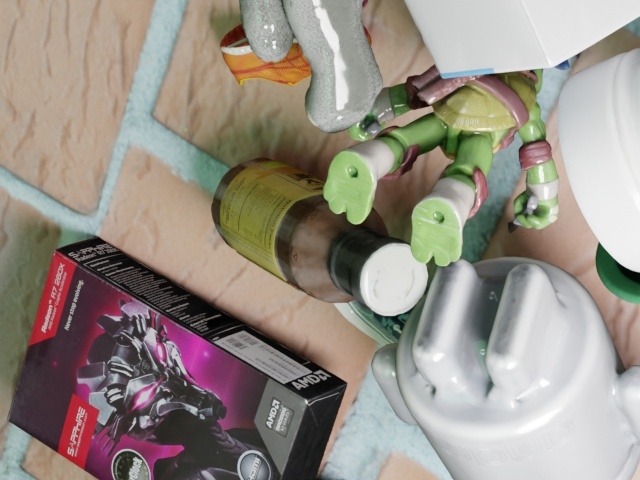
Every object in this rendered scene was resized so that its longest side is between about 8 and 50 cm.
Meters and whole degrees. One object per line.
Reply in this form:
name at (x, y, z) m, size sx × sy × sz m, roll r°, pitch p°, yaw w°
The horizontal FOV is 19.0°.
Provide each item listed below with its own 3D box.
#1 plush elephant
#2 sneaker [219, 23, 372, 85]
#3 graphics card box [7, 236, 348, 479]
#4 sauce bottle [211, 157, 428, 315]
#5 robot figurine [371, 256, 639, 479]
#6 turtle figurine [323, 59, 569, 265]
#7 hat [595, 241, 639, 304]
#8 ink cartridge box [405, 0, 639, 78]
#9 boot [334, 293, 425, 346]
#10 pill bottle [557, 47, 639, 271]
plush elephant at (-0.006, -0.300, 1.736) m, size 0.330 × 0.272 × 0.255 m, roll 50°, pitch 175°, yaw -28°
sneaker at (-0.019, -0.191, 1.931) m, size 0.175 × 0.064 × 0.067 m, roll 1°, pitch 134°, yaw 36°
graphics card box at (-0.167, 0.180, 2.126) m, size 0.371 × 0.094 × 0.233 m, roll 29°, pitch 113°, yaw 24°
sauce bottle at (0.000, 0.000, 1.868) m, size 0.344 × 0.111 × 0.111 m, roll 29°, pitch 136°, yaw 61°
robot figurine at (0.195, 0.152, 1.829) m, size 0.300 × 0.200 × 0.353 m, roll 8°, pitch 152°, yaw 28°
turtle figurine at (0.114, -0.060, 1.780) m, size 0.275 × 0.266 × 0.198 m, roll -31°, pitch 98°, yaw 41°
hat at (0.364, 0.058, 1.776) m, size 0.173 × 0.208 × 0.183 m, roll 31°, pitch 160°, yaw 53°
ink cartridge box at (0.207, -0.283, 1.566) m, size 0.197 × 0.270 × 0.198 m, roll 63°, pitch 161°, yaw -12°
boot at (0.092, 0.072, 1.990) m, size 0.190 × 0.069 × 0.086 m, roll 43°, pitch 121°, yaw -5°
pill bottle at (0.409, -0.120, 1.575) m, size 0.392 × 0.224 × 0.224 m, roll -22°, pitch 101°, yaw 32°
